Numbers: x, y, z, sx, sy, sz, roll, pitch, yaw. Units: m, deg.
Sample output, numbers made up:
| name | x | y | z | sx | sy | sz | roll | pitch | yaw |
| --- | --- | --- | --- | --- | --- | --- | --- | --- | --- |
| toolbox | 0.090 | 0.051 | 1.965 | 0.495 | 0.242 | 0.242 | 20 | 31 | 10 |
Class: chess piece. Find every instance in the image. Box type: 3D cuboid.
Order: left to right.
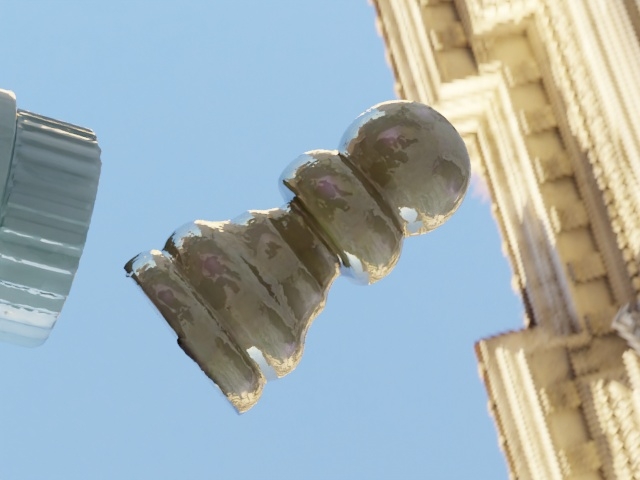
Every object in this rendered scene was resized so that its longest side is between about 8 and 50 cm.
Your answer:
| name | x | y | z | sx | sy | sz | roll | pitch | yaw |
| --- | --- | --- | --- | --- | --- | --- | --- | --- | --- |
| chess piece | 0.000 | 0.000 | 0.685 | 0.170 | 0.094 | 0.094 | -36 | -108 | -7 |

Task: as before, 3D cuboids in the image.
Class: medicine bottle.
| name | x | y | z | sx | sy | sz | roll | pitch | yaw |
| --- | --- | --- | --- | --- | --- | --- | --- | --- | --- |
| medicine bottle | -0.295 | -0.039 | 0.814 | 0.318 | 0.158 | 0.158 | 15 | -111 | -21 |
